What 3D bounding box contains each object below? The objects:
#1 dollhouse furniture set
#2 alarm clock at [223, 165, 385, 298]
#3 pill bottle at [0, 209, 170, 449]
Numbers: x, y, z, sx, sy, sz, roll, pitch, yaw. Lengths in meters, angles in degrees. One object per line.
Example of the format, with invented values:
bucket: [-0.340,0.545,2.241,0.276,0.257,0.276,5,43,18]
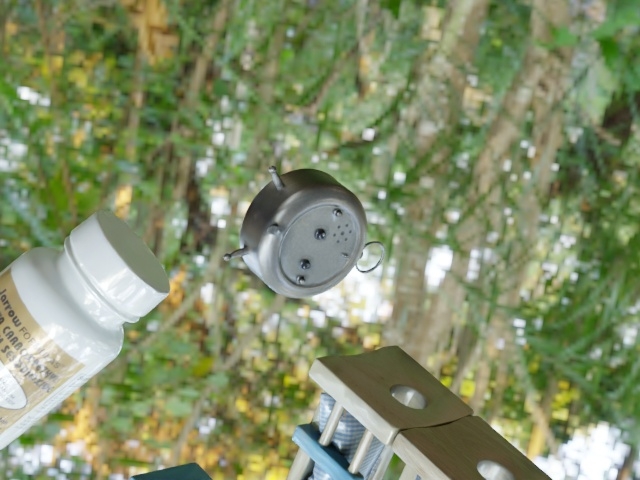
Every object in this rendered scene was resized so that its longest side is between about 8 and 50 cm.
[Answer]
dollhouse furniture set: [-0.004,0.148,0.664,0.183,0.129,0.129,-4,-146,-47]
alarm clock: [0.000,0.000,1.441,0.192,0.129,0.064,18,-166,-42]
pill bottle: [-0.258,0.081,1.298,0.131,0.229,0.131,50,-171,-11]
